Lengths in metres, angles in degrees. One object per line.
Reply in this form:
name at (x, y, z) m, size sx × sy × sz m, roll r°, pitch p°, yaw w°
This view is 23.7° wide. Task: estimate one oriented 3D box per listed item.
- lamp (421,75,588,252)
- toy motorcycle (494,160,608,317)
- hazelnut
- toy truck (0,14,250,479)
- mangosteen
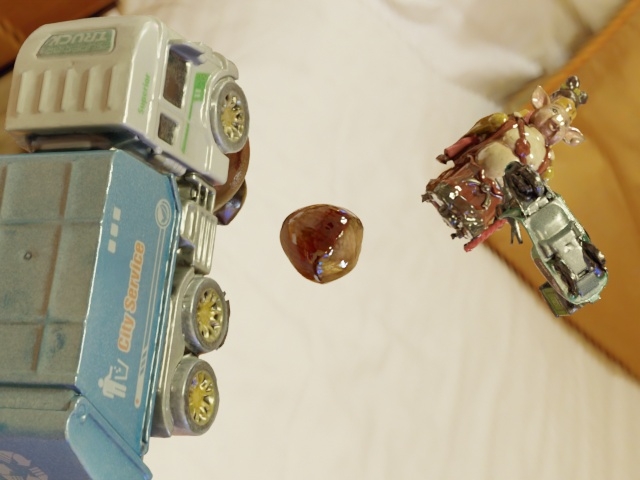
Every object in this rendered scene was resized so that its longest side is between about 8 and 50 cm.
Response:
lamp at (0.236, -0.105, 1.820) m, size 0.118 × 0.253 × 0.118 m, roll 50°, pitch -6°, yaw 7°
toy motorcycle at (0.230, -0.004, 1.562) m, size 0.058 × 0.100 × 0.173 m, roll -34°, pitch 96°, yaw -18°
hazelnut at (0.000, 0.000, 1.406) m, size 0.086 × 0.086 × 0.086 m, roll 29°, pitch 50°, yaw -41°
toy truck at (-0.158, 0.017, 1.093) m, size 0.175 × 0.146 × 0.367 m, roll 39°, pitch 53°, yaw -60°
mangosteen at (-0.149, -0.095, 1.734) m, size 0.184 × 0.172 × 0.172 m, roll 33°, pitch 47°, yaw -43°
